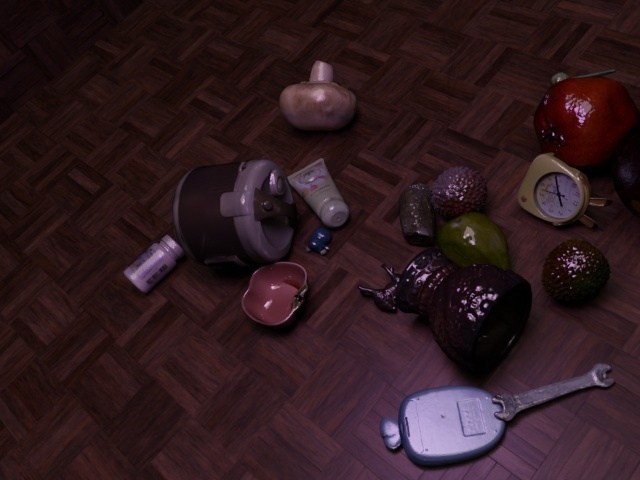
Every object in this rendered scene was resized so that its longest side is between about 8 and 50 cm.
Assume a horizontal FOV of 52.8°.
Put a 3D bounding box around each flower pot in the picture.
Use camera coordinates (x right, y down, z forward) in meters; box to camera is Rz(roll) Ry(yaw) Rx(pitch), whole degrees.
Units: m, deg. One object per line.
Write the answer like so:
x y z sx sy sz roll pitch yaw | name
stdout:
0.346 0.157 1.614 0.267 0.266 0.266 30 71 39 | flower pot

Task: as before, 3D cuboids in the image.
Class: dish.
-0.116 0.171 1.873 0.214 0.090 0.213 -11 52 15 | dish

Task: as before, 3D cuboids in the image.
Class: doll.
0.000 0.000 1.976 0.076 0.050 0.083 17 62 24 | doll
0.207 0.142 1.800 0.139 0.057 0.165 -41 58 -14 | doll

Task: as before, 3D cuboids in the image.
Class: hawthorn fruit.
0.760 -0.334 1.813 0.307 0.265 0.265 -24 49 -23 | hawthorn fruit

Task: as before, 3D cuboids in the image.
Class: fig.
0.426 0.013 1.735 0.234 0.167 0.167 28 70 41 | fig

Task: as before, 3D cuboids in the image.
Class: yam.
0.283 -0.070 1.890 0.107 0.107 0.183 -10 55 14 | yam

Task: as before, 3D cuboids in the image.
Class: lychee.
0.404 -0.135 1.854 0.198 0.165 0.165 -17 43 -36 | lychee
0.640 0.082 1.626 0.171 0.171 0.171 -10 54 14 | lychee

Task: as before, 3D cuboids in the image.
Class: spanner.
0.551 0.358 1.527 0.302 0.017 0.071 -16 54 0 | spanner

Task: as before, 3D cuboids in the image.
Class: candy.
0.832 -0.519 2.041 0.203 0.061 0.061 -11 53 3 | candy

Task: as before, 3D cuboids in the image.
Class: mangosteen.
0.902 -0.194 1.592 0.306 0.359 0.305 6 62 -11 | mangosteen

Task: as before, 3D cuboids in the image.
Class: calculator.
0.293 0.447 1.563 0.303 0.042 0.188 -12 54 8 | calculator

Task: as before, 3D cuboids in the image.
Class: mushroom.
-0.005 -0.493 2.192 0.260 0.254 0.234 2 94 -20 | mushroom

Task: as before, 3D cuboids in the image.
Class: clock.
0.665 -0.122 1.758 0.069 0.170 0.232 -18 46 -44 | clock

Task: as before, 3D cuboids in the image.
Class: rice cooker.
-0.239 -0.077 1.945 0.326 0.335 0.335 -4 56 22 | rice cooker

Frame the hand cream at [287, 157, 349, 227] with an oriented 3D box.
0.000 -0.154 2.068 0.147 0.093 0.305 -31 43 -2 | hand cream

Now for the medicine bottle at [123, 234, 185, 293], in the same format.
-0.534 0.076 2.080 0.186 0.102 0.103 -45 54 -12 | medicine bottle
